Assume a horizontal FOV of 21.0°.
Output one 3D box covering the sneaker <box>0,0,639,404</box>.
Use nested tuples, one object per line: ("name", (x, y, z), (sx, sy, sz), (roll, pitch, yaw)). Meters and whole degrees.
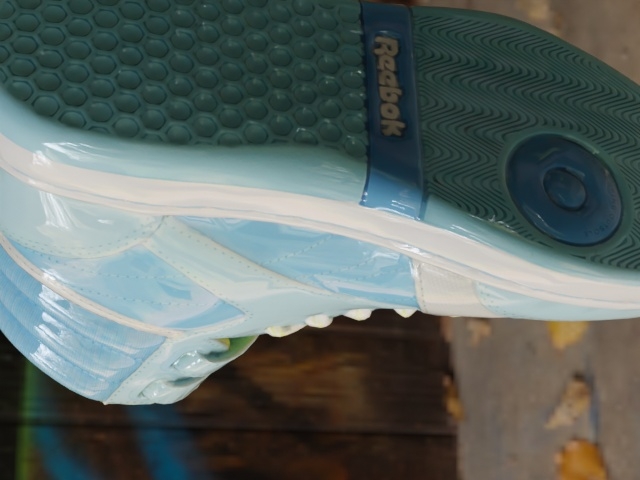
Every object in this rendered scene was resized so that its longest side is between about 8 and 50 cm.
("sneaker", (0.000, 0.000, 0.743), (0.208, 0.319, 0.127), (116, 165, -52))
